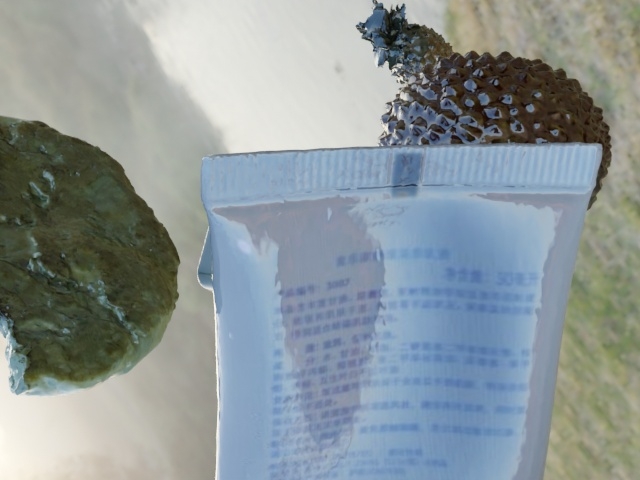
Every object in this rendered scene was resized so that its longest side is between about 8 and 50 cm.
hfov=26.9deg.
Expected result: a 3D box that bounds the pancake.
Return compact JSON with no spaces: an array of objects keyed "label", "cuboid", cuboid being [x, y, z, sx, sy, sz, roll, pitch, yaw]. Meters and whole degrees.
[{"label":"pancake","cuboid":[-0.199,-0.005,0.816,0.253,0.254,0.037,51,125,25]}]

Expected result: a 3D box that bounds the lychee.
[{"label":"lychee","cuboid":[0.133,-0.067,1.051,0.188,0.188,0.188,53,167,18]}]

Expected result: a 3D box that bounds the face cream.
[{"label":"face cream","cuboid":[0.042,0.133,0.859,0.137,0.235,0.420,-104,14,-60]}]

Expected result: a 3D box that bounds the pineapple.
[{"label":"pineapple","cuboid":[0.087,-0.204,1.388,0.074,0.074,0.159,50,-168,28]}]

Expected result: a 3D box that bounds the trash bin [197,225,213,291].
[{"label":"trash bin","cuboid":[0.000,0.000,1.493,0.241,0.164,0.122,6,165,33]}]
